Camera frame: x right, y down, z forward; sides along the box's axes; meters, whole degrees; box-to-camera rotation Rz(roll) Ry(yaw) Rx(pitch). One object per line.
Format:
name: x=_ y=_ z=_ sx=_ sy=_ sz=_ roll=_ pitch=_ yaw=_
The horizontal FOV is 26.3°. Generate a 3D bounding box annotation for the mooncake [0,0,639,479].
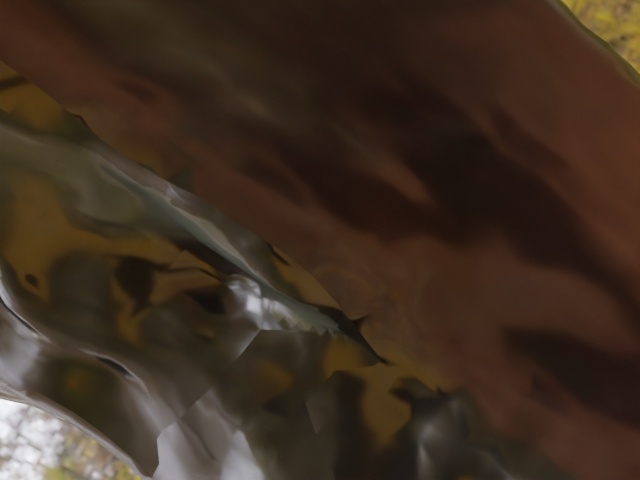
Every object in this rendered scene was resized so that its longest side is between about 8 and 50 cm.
mooncake: x=0.000 y=0.000 z=0.548 sx=0.350 sy=0.381 sz=0.212 roll=-31 pitch=-14 yaw=-48
